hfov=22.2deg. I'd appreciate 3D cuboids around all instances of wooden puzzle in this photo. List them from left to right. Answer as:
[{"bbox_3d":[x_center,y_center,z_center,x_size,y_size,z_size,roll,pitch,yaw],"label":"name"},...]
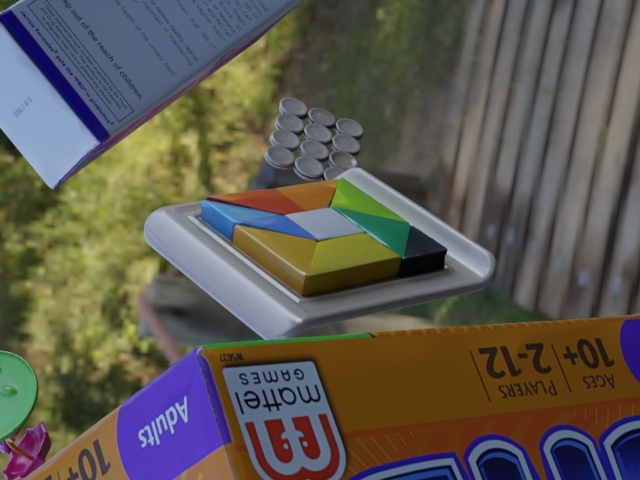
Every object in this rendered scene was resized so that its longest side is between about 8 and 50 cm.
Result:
[{"bbox_3d":[0.000,0.000,1.419,0.221,0.239,0.044,36,130,43],"label":"wooden puzzle"}]

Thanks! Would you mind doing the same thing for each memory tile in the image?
[{"bbox_3d":[-0.006,-0.116,1.976,0.148,0.113,0.012,-77,8,-53],"label":"memory tile"}]

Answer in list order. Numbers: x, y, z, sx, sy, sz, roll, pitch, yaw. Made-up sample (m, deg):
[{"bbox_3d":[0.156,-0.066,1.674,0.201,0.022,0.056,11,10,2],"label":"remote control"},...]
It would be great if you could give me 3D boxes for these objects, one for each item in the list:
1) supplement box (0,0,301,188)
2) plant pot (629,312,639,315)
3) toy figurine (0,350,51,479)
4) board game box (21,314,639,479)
[{"bbox_3d":[-0.129,-0.151,1.161,0.220,0.114,0.111,-42,5,-30],"label":"supplement box"},{"bbox_3d":[0.274,0.183,1.547,0.237,0.254,0.237,-2,87,39],"label":"plant pot"},{"bbox_3d":[-0.384,0.218,1.901,0.130,0.173,0.159,-60,-27,-29],"label":"toy figurine"},{"bbox_3d":[0.030,0.277,0.867,0.356,0.357,0.356,-38,63,43],"label":"board game box"}]
